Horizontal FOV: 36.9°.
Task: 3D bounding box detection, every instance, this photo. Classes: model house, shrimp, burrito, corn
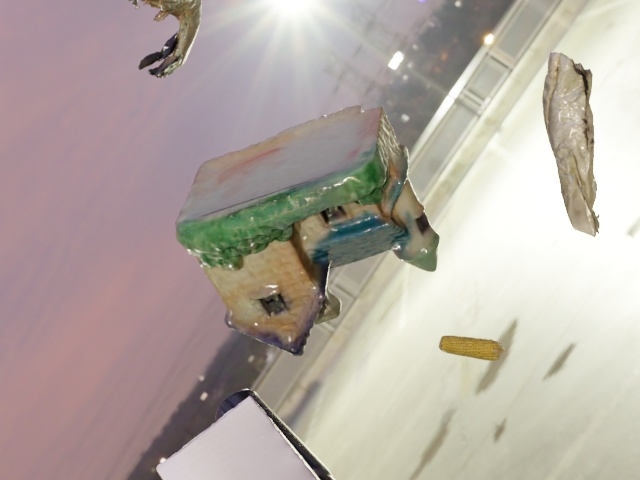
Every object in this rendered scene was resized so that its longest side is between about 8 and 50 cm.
[{"bbox_3d":[0.000,0.000,1.374,0.312,0.280,0.245,-18,28,14],"label":"model house"},{"bbox_3d":[-0.225,-0.301,1.314,0.219,0.046,0.152,-12,-62,-71],"label":"shrimp"},{"bbox_3d":[0.313,-0.119,1.174,0.063,0.229,0.058,-16,10,-20],"label":"burrito"},{"bbox_3d":[0.189,0.132,1.188,0.028,0.083,0.027,112,165,-68],"label":"corn"}]

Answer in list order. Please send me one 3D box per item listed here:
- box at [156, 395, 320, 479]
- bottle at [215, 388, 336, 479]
[{"bbox_3d":[-0.003,0.284,0.797,0.111,0.260,0.194,-38,-38,-13],"label":"box"},{"bbox_3d":[-0.048,0.293,1.289,0.082,0.244,0.072,-15,-55,-31],"label":"bottle"}]
